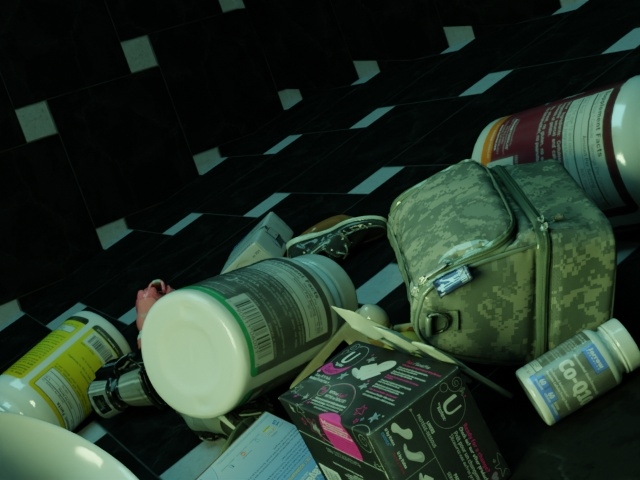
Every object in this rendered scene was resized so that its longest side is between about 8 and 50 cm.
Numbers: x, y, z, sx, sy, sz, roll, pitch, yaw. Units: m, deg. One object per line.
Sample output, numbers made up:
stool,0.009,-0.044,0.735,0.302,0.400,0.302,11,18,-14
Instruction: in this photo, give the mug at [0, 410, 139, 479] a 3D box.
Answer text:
mug,-0.450,0.408,1.398,0.328,0.374,0.276,-60,-10,5

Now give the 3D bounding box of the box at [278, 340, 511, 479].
box,0.087,0.237,1.319,0.142,0.163,0.247,-34,16,-20

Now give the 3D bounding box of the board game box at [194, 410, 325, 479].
board game box,-0.089,0.334,1.405,0.145,0.027,0.281,21,35,24

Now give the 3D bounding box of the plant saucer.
plant saucer,0.000,0.000,2.434,0.200,0.037,0.200,-29,15,9

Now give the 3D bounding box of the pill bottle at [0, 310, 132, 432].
pill bottle,-0.562,0.313,2.253,0.187,0.188,0.334,-14,23,47

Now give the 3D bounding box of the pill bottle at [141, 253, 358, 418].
pill bottle,-0.101,0.140,1.750,0.204,0.204,0.361,-20,-1,35

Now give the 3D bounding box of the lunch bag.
lunch bag,0.227,0.028,1.430,0.255,0.213,0.305,-6,26,-2

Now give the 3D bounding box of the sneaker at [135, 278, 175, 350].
sneaker,-0.316,0.146,2.286,0.115,0.136,0.314,-13,-1,5

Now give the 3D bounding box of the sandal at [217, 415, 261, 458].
sandal,-0.130,0.366,1.475,0.303,0.120,0.086,-48,-6,-48

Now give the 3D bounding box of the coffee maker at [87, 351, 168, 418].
coffee maker,-0.348,0.278,2.140,0.178,0.120,0.171,-17,-6,39

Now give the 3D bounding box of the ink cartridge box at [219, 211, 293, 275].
ink cartridge box,-0.148,0.035,2.468,0.139,0.082,0.191,-43,12,22

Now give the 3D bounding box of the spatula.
spatula,0.131,0.140,1.337,0.168,0.242,0.019,14,78,39

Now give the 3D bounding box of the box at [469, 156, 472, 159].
box,0.299,-0.066,1.906,0.232,0.127,0.148,-42,19,-33

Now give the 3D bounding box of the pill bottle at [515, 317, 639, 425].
pill bottle,0.312,0.156,1.298,0.137,0.078,0.078,-32,16,1

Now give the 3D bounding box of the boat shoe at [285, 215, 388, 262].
boat shoe,0.040,0.013,2.289,0.233,0.084,0.079,-20,56,16

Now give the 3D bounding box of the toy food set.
toy food set,0.119,0.155,1.635,0.306,0.092,0.220,-15,22,46

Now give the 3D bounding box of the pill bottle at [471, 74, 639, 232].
pill bottle,0.441,-0.123,1.635,0.392,0.224,0.224,-13,24,49

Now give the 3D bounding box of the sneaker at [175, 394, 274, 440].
sneaker,-0.161,0.288,1.783,0.100,0.108,0.271,1,12,-33
